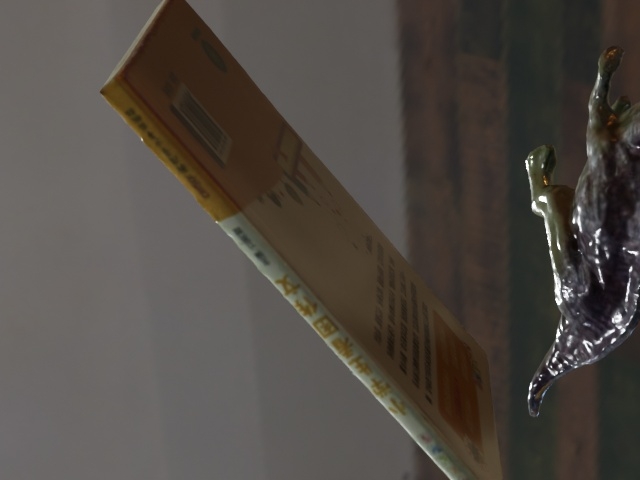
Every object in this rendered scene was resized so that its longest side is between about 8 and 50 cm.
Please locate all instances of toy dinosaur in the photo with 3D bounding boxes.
[{"bbox_3d":[0.193,-0.016,1.195,0.077,0.162,0.294,1,-48,-7],"label":"toy dinosaur"}]

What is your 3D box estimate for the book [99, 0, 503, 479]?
[{"bbox_3d":[0.000,0.000,0.955,0.020,0.208,0.295,-38,-77,13],"label":"book"}]
